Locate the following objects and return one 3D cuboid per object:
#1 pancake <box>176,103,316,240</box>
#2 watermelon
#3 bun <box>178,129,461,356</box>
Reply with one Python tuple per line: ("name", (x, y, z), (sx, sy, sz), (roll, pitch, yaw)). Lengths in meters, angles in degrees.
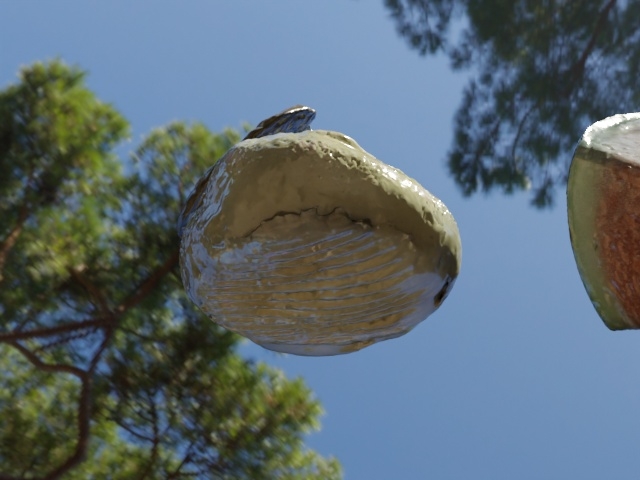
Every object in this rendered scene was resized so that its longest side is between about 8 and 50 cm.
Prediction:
("pancake", (-0.073, -0.065, 1.169), (0.021, 0.199, 0.199), (43, -99, 12))
("watermelon", (0.341, -0.006, 0.903), (0.319, 0.148, 0.226), (-3, -158, -16))
("bun", (0.000, 0.000, 0.970), (0.239, 0.239, 0.141), (-3, -123, 9))
